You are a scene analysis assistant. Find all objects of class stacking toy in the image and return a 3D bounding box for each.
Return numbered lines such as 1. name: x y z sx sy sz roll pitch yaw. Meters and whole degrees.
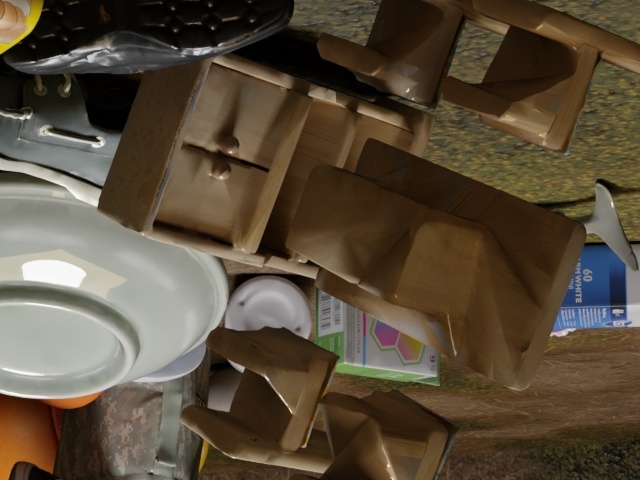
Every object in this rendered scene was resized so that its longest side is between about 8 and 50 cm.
1. stacking toy: -0.291 0.306 2.853 0.480 0.350 0.350 -17 165 2

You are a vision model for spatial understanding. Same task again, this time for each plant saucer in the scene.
1. plant saucer: -0.297 0.076 1.987 0.400 0.100 0.400 1 147 0

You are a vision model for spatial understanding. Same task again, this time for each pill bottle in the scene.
1. pill bottle: -0.070 0.113 2.344 0.108 0.108 0.180 2 166 -5

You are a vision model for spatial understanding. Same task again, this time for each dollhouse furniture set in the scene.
1. dollhouse furniture set: 0.058 -0.009 1.405 0.256 0.362 0.394 15 -172 -42

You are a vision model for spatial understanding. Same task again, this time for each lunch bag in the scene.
1. lunch bag: -0.244 0.241 2.591 0.169 0.235 0.287 13 162 -25

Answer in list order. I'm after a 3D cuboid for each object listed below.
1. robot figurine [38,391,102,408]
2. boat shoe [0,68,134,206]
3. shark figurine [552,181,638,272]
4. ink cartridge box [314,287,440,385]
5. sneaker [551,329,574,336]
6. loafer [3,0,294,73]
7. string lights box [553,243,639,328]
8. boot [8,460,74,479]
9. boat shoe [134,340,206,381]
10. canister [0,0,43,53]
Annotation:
1. robot figurine: -0.349 0.149 2.449 0.128 0.158 0.219 -36 162 2
2. boat shoe: -0.231 -0.112 1.549 0.319 0.116 0.099 25 109 -45
3. shark figurine: 0.184 0.014 1.948 0.278 0.116 0.166 1 167 6
4. ink cartridge box: 0.091 0.116 2.349 0.209 0.109 0.062 11 163 -37
5. sneaker: 0.251 0.081 2.304 0.170 0.068 0.071 -10 157 37
6. loafer: -0.121 -0.160 1.349 0.223 0.076 0.078 -7 179 18
7. string lights box: 0.266 0.057 2.181 0.260 0.077 0.133 -2 166 9
8. boot: -0.262 0.390 2.450 0.284 0.138 0.377 11 164 4
9. boat shoe: -0.326 0.102 2.250 0.367 0.136 0.156 10 163 -26
10. canister: -0.288 -0.174 1.281 0.170 0.073 0.126 8 164 -33
